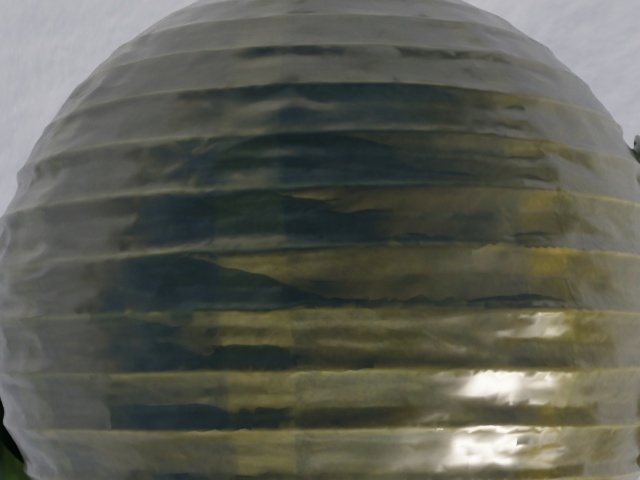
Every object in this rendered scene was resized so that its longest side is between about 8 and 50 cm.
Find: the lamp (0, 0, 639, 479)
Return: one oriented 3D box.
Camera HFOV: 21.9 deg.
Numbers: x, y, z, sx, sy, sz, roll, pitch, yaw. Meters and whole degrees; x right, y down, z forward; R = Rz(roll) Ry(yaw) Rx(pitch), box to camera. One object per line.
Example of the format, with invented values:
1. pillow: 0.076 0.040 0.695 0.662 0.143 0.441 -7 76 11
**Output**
1. lamp: 0.000 0.000 0.589 0.250 0.250 0.284 -3 88 -11
